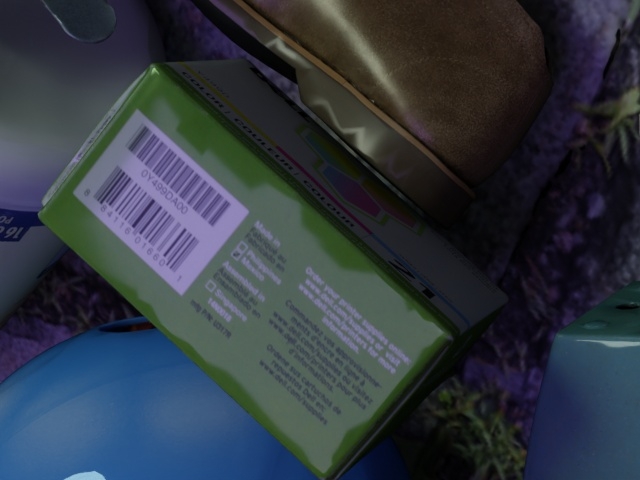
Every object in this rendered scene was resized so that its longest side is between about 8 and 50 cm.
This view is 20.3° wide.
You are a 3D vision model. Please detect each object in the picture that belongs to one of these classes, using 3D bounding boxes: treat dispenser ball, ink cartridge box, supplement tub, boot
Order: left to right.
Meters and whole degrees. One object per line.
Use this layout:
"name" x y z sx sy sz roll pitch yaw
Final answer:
"supplement tub" -0.262 -0.041 1.050 0.235 0.235 0.325 48 128 5
"treat dispenser ball" -0.082 0.186 1.005 0.288 0.288 0.288 14 118 27
"boot" -0.006 -0.143 0.946 0.305 0.112 0.115 42 94 19
"ink cartridge box" 0.000 0.000 0.914 0.189 0.255 0.097 42 107 9

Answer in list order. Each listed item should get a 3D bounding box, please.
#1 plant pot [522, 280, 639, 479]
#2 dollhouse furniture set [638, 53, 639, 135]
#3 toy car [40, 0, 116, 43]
"plant pot" 0.193 0.145 0.892 0.165 0.166 0.234 0 105 33
"dollhouse furniture set" 0.258 -0.029 0.729 0.259 0.262 0.135 35 133 -28
"toy car" -0.174 -0.179 0.887 0.149 0.155 0.188 -41 66 54
